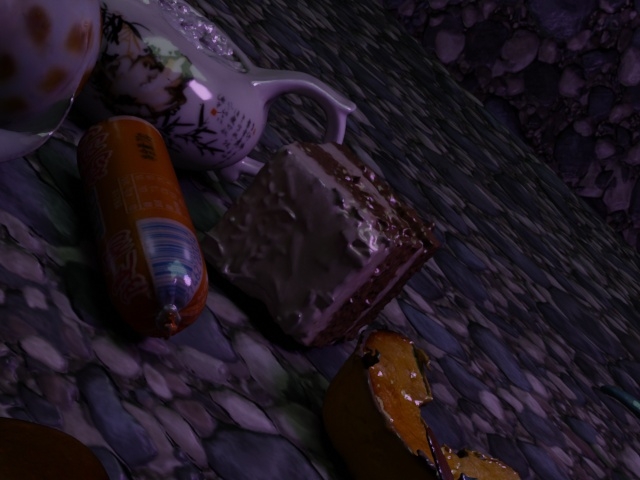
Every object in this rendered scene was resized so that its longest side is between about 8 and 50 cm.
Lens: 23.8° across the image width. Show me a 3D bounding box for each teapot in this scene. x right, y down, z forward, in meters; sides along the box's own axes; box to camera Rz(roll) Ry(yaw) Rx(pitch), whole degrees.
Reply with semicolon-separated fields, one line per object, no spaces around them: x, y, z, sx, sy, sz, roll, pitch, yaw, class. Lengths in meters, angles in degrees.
-0.116;-0.148;1.316;0.300;0.166;0.208;28;7;-12;teapot

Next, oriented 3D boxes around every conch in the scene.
-0.234;-0.139;1.006;0.149;0.182;0.275;12;-3;31;conch

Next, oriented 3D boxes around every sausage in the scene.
-0.124;-0.005;1.060;0.071;0.071;0.234;32;18;-30;sausage

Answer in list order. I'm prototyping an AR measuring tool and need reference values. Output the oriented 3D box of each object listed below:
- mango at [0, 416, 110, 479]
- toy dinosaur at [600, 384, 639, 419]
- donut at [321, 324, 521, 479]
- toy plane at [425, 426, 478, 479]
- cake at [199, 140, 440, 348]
-0.142;0.141;0.556;0.133;0.111;0.267;55;12;-11;mango
0.435;0.336;1.470;0.331;0.129;0.383;44;11;-33;toy dinosaur
0.067;0.150;1.100;0.181;0.078;0.146;52;19;12;donut
0.117;0.265;0.854;0.326;0.104;0.223;-114;180;-48;toy plane
0.000;0.000;1.222;0.135;0.134;0.147;45;10;16;cake
